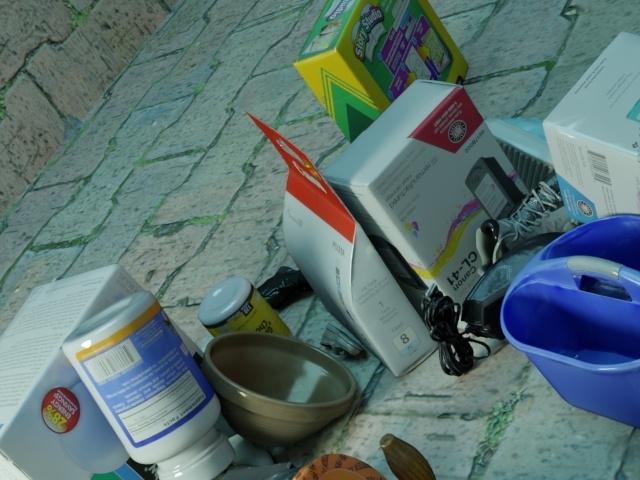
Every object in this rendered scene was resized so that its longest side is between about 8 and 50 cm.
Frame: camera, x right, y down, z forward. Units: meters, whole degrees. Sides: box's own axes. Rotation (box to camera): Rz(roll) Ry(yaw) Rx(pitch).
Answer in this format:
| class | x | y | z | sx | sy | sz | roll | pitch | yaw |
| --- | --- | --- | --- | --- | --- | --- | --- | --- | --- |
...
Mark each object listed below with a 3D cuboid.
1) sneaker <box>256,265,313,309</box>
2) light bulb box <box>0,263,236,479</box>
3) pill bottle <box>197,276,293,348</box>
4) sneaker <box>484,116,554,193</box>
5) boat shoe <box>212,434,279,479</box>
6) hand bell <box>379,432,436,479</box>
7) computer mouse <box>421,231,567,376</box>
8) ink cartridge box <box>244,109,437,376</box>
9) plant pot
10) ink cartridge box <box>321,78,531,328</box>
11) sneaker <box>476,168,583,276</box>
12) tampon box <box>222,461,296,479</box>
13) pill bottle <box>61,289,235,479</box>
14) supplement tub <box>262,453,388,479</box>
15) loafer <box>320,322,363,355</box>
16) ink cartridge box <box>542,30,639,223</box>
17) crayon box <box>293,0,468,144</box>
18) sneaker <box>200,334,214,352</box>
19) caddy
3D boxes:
| class | x | y | z | sx | sy | sz | roll | pitch | yaw |
| --- | --- | --- | --- | --- | --- | --- | --- | --- | --- |
| sneaker | -0.064 | 0.091 | 2.329 | 0.089 | 0.051 | 0.170 | -49 | 24 | -20 |
| light bulb box | -0.350 | 0.296 | 2.017 | 0.225 | 0.358 | 0.361 | -16 | 35 | 42 |
| pill bottle | -0.109 | 0.154 | 2.130 | 0.103 | 0.184 | 0.103 | -30 | 28 | 18 |
| sneaker | 0.399 | -0.144 | 2.039 | 0.150 | 0.135 | 0.366 | -45 | 38 | -14 |
| boat shoe | -0.121 | 0.369 | 1.897 | 0.113 | 0.103 | 0.302 | -34 | 27 | 9 |
| hand bell | 0.142 | 0.304 | 1.517 | 0.126 | 0.242 | 0.126 | -30 | 27 | 17 |
| computer mouse | 0.263 | 0.064 | 1.838 | 0.272 | 0.188 | 0.072 | -30 | 48 | -3 |
| ink cartridge box | 0.000 | 0.000 | 2.011 | 0.091 | 0.385 | 0.308 | -38 | 26 | -5 |
| plant pot | -0.071 | 0.237 | 1.986 | 0.237 | 0.237 | 0.110 | -122 | 43 | -63 |
| ink cartridge box | 0.180 | -0.054 | 1.960 | 0.226 | 0.306 | 0.131 | -47 | 29 | -17 |
| sneaker | 0.300 | -0.031 | 1.881 | 0.086 | 0.132 | 0.229 | 42 | 110 | 48 |
| tampon box | -0.055 | 0.385 | 1.727 | 0.120 | 0.161 | 0.101 | -16 | 34 | 39 |
| pill bottle | -0.237 | 0.221 | 1.871 | 0.152 | 0.272 | 0.152 | -30 | 11 | 6 |
| supplement tub | -0.052 | 0.404 | 1.527 | 0.338 | 0.207 | 0.207 | -46 | 19 | 32 |
| loafer | 0.032 | 0.168 | 2.100 | 0.039 | 0.045 | 0.125 | -57 | 21 | 0 |
| ink cartridge box | 0.472 | -0.112 | 1.722 | 0.270 | 0.198 | 0.197 | 26 | 65 | 37 |
| crayon box | 0.124 | -0.329 | 2.455 | 0.106 | 0.313 | 0.363 | -18 | 33 | 35 |
| sneaker | -0.155 | 0.166 | 2.329 | 0.073 | 0.063 | 0.162 | -7 | 45 | 25 |
| caddy | 0.381 | 0.085 | 1.636 | 0.241 | 0.179 | 0.341 | -48 | 28 | -17 |
